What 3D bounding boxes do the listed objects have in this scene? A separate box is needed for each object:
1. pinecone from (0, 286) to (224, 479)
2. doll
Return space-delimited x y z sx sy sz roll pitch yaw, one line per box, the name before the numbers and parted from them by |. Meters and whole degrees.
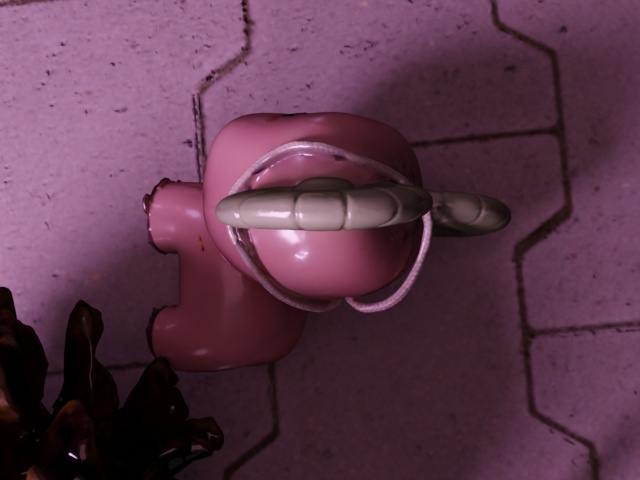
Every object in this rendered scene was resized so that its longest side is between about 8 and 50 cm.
pinecone | -0.249 0.216 0.762 0.397 0.398 0.398 0 86 5
doll | 0.000 0.000 0.821 0.268 0.284 0.216 -3 89 33
